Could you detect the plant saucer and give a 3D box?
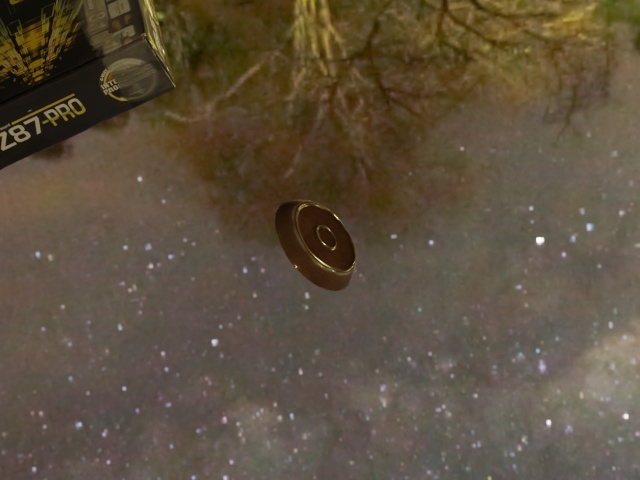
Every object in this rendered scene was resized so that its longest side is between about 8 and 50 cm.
[{"bbox_3d":[0.000,0.000,1.335,0.029,0.168,0.168,-39,179,33],"label":"plant saucer"}]

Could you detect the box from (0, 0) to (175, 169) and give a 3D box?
[{"bbox_3d":[-0.376,-0.281,1.106,0.318,0.097,0.395,-22,-129,3],"label":"box"}]
